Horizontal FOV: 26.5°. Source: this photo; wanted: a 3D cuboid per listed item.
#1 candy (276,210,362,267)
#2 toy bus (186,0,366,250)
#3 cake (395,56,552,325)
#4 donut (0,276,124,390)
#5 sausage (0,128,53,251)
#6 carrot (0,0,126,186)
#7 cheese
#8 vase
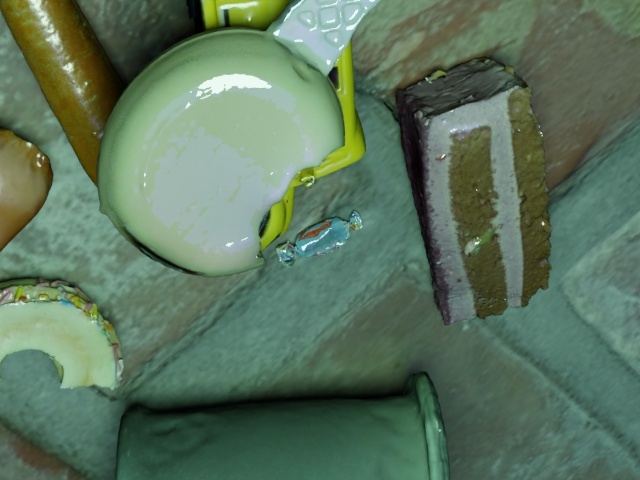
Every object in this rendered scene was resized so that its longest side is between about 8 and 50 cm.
[{"bbox_3d":[0.000,0.001,1.243,0.083,0.020,0.030,-23,120,-3],"label":"candy"},{"bbox_3d":[-0.046,-0.152,1.082,0.151,0.145,0.331,-9,118,-7],"label":"toy bus"},{"bbox_3d":[0.141,-0.042,1.230,0.116,0.113,0.295,-16,132,-3],"label":"cake"},{"bbox_3d":[-0.256,0.080,1.196,0.166,0.065,0.108,1,116,-13],"label":"donut"},{"bbox_3d":[-0.337,0.024,1.140,0.089,0.083,0.300,38,100,-20],"label":"sausage"},{"bbox_3d":[-0.193,-0.123,1.107,0.067,0.067,0.225,-26,118,1],"label":"carrot"},{"bbox_3d":[-0.039,-0.104,0.982,0.163,0.082,0.286,36,107,-23],"label":"cheese"},{"bbox_3d":[-0.041,0.240,1.256,0.291,0.245,0.245,0,117,-4],"label":"vase"}]
